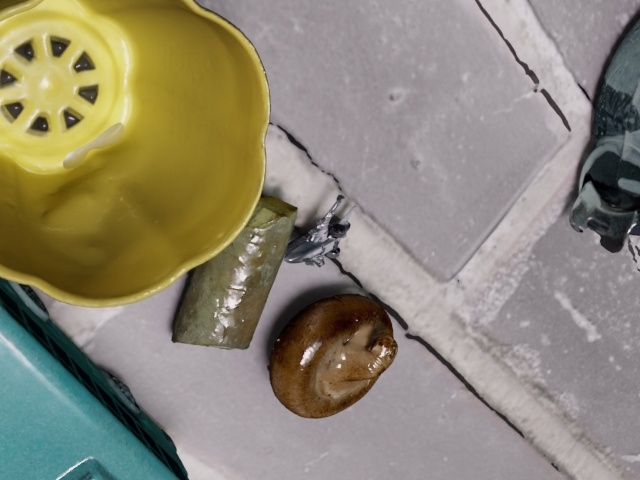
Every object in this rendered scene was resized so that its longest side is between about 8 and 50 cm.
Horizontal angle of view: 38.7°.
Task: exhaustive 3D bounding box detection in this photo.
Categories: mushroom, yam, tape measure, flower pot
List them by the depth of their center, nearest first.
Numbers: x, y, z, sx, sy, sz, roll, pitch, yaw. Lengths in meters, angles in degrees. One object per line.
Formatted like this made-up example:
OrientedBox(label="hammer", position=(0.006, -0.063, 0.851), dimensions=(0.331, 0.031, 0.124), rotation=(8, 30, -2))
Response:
OrientedBox(label="flower pot", position=(-0.150, -0.082, 0.571), dimensions=(0.195, 0.179, 0.195), rotation=(-12, 117, -24))
OrientedBox(label="yam", position=(-0.071, 0.029, 0.732), dimensions=(0.070, 0.070, 0.146), rotation=(13, 103, -33))
OrientedBox(label="mushroom", position=(0.011, 0.099, 0.797), dimensions=(0.126, 0.085, 0.109), rotation=(4, 138, -46))
OrientedBox(label="tape measure", position=(0.395, -0.111, 0.888), dimensions=(0.256, 0.147, 0.275), rotation=(6, 108, -32))

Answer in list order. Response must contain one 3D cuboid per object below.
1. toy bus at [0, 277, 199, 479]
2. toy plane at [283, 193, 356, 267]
OrientedBox(label="toy bus", position=(-0.202, 0.142, 0.657), dimensions=(0.128, 0.147, 0.256), rotation=(-40, 123, -7))
OrientedBox(label="toy plane", position=(0.000, 0.000, 0.767), dimensions=(0.083, 0.031, 0.078), rotation=(-37, 151, -42))
